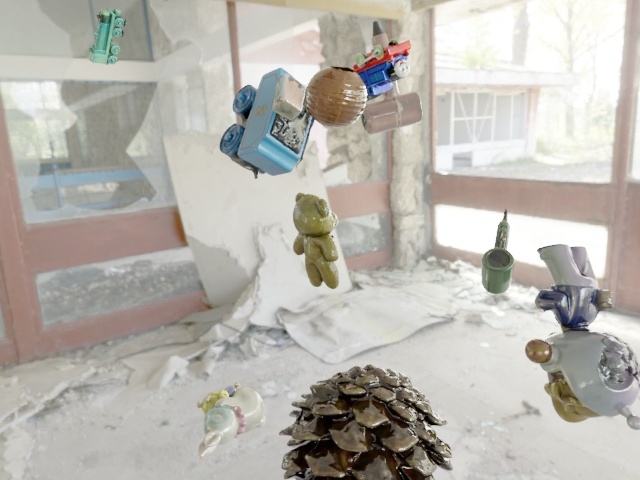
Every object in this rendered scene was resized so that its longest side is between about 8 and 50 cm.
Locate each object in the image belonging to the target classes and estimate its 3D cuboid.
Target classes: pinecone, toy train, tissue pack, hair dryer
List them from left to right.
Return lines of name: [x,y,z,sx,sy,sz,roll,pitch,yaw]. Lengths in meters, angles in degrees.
toy train: [-0.337,-0.321,0.751,0.045,0.092,0.029,-17,56,-47]
toy train: [-0.159,-0.347,1.465,0.265,0.300,0.188,-2,-22,45]
tissue pack: [-0.084,-0.377,1.261,0.074,0.094,0.059,22,-30,-30]
pinecone: [0.049,0.244,0.515,0.184,0.204,0.179,-10,-28,12]
toy train: [0.169,-0.472,1.320,0.083,0.131,0.204,-27,16,-23]
hair dryer: [0.200,-0.531,1.551,0.189,0.344,0.107,-14,8,-1]
hair dryer: [0.289,0.007,0.770,0.047,0.071,0.150,7,55,19]

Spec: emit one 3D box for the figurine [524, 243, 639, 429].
figurine: [0.416,0.141,0.750,0.194,0.274,0.133,30,-29,-23]

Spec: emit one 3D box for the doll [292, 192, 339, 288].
doll: [0.000,0.000,1.019,0.097,0.209,0.137,-20,20,-32]

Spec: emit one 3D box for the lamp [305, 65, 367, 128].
lamp: [0.033,-0.307,1.028,0.136,0.136,0.136,-3,13,1]

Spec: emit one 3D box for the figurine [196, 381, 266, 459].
figurine: [-0.271,0.489,1.319,0.127,0.155,0.235,-44,-19,26]
